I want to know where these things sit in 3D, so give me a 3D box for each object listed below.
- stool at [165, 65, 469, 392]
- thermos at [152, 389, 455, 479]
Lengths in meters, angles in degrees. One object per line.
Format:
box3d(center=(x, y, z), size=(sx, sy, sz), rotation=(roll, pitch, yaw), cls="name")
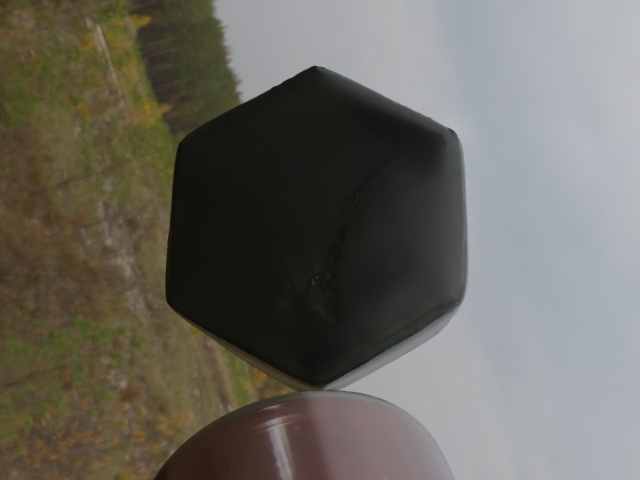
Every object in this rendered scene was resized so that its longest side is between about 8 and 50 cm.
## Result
box3d(center=(0.000, 0.000, 0.626), size=(0.141, 0.232, 0.232), rotation=(80, -7, -75), cls="stool")
box3d(center=(0.014, 0.198, 0.278), size=(0.265, 0.146, 0.176), rotation=(-115, -137, -58), cls="thermos")
